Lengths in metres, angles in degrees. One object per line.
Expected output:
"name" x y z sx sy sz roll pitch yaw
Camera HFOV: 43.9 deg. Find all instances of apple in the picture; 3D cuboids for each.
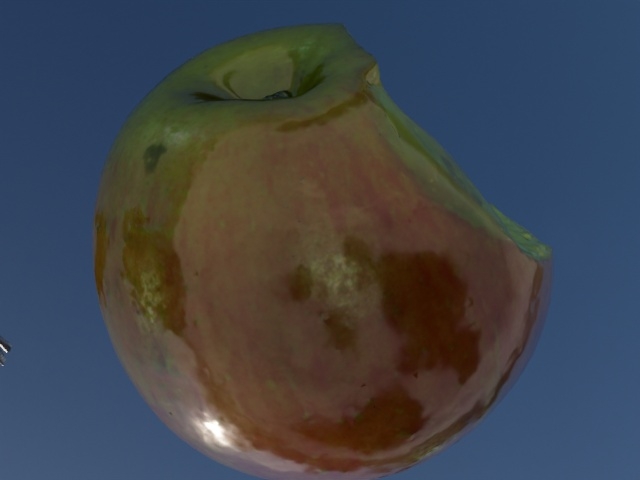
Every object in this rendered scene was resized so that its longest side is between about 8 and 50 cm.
"apple" 0.000 0.000 0.439 0.246 0.246 0.226 -26 -64 -24

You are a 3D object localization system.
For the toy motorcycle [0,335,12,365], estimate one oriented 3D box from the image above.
"toy motorcycle" -0.470 0.050 0.816 0.212 0.358 0.125 2 -113 1
